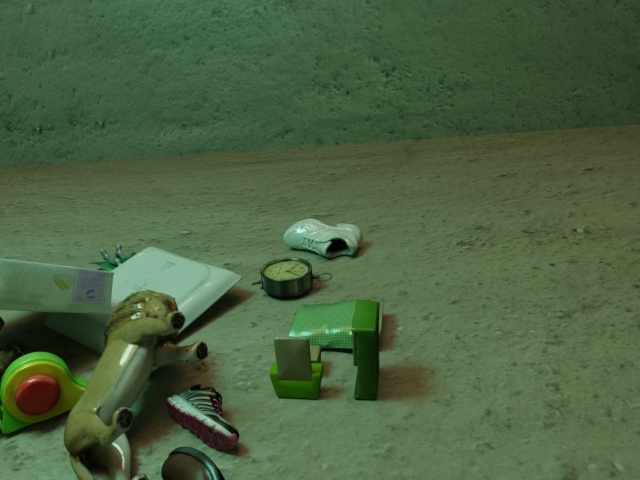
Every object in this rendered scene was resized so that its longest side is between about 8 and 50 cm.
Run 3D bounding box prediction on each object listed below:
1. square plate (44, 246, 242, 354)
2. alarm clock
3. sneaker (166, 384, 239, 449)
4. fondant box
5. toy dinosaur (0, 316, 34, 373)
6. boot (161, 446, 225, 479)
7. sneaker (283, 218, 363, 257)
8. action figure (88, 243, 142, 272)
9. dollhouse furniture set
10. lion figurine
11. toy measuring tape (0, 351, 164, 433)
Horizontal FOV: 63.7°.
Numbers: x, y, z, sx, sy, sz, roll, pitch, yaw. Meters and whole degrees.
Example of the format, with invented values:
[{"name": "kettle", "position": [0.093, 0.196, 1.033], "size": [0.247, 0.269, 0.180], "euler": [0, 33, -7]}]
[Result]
[{"name": "square plate", "position": [-0.423, 0.128, 1.225], "size": [0.347, 0.049, 0.344], "euler": [14, 39, 32]}, {"name": "alarm clock", "position": [-0.065, 0.094, 1.287], "size": [0.191, 0.064, 0.129], "euler": [-2, 23, 12]}, {"name": "sneaker", "position": [-0.186, 0.286, 0.864], "size": [0.170, 0.063, 0.074], "euler": [10, 33, 41]}, {"name": "fondant box", "position": [-0.634, 0.097, 1.078], "size": [0.330, 0.096, 0.238], "euler": [-1, -9, 35]}, {"name": "toy dinosaur", "position": [-0.666, 0.237, 0.949], "size": [0.200, 0.127, 0.295], "euler": [-44, 11, -17]}, {"name": "boot", "position": [-0.208, 0.406, 0.615], "size": [0.264, 0.096, 0.280], "euler": [19, 45, 42]}, {"name": "sneaker", "position": [0.000, 0.000, 1.466], "size": [0.231, 0.091, 0.115], "euler": [0, 27, 12]}, {"name": "action figure", "position": [-0.530, 0.070, 1.439], "size": [0.232, 0.064, 0.137], "euler": [21, 30, 38]}, {"name": "dollhouse furniture set", "position": [0.022, 0.155, 1.020], "size": [0.197, 0.152, 0.302], "euler": [0, 23, 10]}, {"name": "lion figurine", "position": [-0.330, 0.238, 0.854], "size": [0.240, 0.142, 0.392], "euler": [-8, 40, 35]}, {"name": "toy measuring tape", "position": [-0.453, 0.240, 0.947], "size": [0.329, 0.122, 0.121], "euler": [-19, 27, -28]}]
